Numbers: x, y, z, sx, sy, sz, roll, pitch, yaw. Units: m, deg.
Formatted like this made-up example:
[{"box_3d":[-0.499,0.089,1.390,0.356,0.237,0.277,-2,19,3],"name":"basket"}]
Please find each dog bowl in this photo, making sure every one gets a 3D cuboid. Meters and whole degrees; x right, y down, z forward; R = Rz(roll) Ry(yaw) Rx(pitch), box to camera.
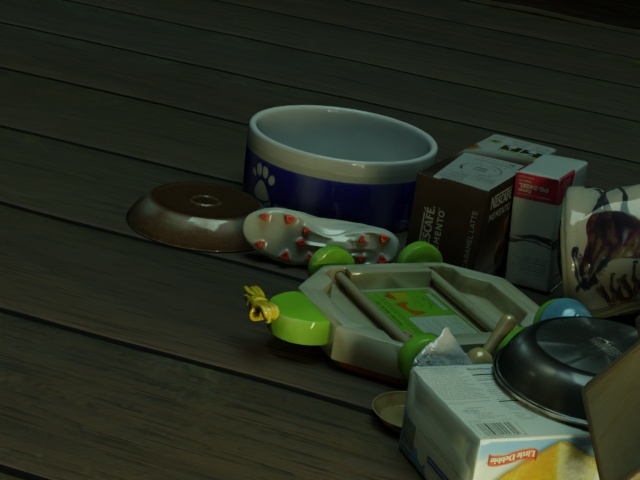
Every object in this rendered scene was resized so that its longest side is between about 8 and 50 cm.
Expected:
[{"box_3d":[0.026,-0.102,2.038,0.265,0.104,0.265,7,21,-3],"name":"dog bowl"}]

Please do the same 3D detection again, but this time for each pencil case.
[{"box_3d":[0.472,0.018,1.717,0.410,0.160,0.183,-1,56,7],"name":"pencil case"}]

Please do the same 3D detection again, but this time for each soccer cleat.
[{"box_3d":[0.000,0.000,1.825,0.196,0.068,0.076,9,5,-2],"name":"soccer cleat"}]

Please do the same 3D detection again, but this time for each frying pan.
[{"box_3d":[0.325,0.127,1.374,0.326,0.053,0.197,5,21,-2],"name":"frying pan"}]

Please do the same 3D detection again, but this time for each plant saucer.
[{"box_3d":[-0.150,-0.037,1.897,0.198,0.036,0.198,6,20,-2],"name":"plant saucer"},{"box_3d":[0.091,0.174,1.448,0.083,0.015,0.083,7,20,-3],"name":"plant saucer"}]

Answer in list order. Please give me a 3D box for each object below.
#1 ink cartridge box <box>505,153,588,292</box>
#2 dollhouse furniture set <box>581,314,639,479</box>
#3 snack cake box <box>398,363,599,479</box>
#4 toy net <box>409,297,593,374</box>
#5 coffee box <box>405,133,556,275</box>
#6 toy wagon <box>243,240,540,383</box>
[{"box_3d":[0.286,-0.023,1.860,0.063,0.150,0.109,13,20,25],"name":"ink cartridge box"},{"box_3d":[0.425,0.165,1.230,0.355,0.174,0.303,8,56,-21],"name":"dollhouse furniture set"},{"box_3d":[0.225,0.183,1.370,0.264,0.089,0.152,0,20,-21],"name":"snack cake box"},{"box_3d":[0.190,0.133,1.494,0.232,0.122,0.045,-10,-1,-22],"name":"toy net"},{"box_3d":[0.207,-0.040,1.888,0.098,0.141,0.246,17,21,24],"name":"coffee box"},{"box_3d":[0.076,0.082,1.617,0.344,0.068,0.267,-2,22,-24],"name":"toy wagon"}]
